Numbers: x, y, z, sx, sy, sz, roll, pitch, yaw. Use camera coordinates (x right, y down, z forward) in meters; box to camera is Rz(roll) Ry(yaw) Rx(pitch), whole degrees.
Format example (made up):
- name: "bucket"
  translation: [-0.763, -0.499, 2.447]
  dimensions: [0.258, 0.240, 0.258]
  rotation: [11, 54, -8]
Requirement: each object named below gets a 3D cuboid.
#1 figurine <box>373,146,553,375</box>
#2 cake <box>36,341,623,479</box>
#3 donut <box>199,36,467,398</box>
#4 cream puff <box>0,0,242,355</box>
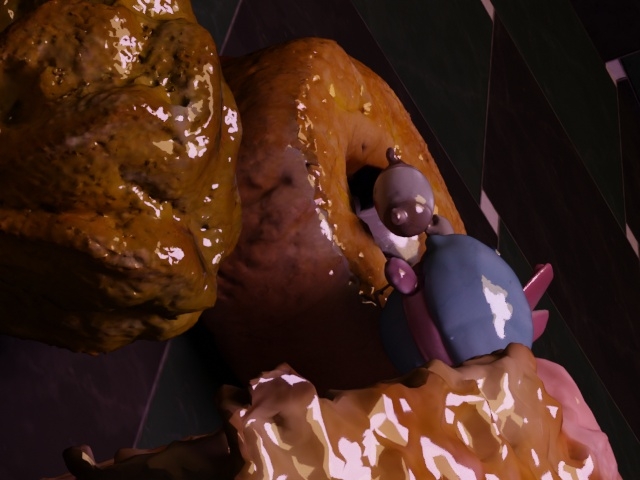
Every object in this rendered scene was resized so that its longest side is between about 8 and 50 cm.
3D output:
- name: "figurine"
  translation: [0.105, 0.024, 1.146]
  dimensions: [0.260, 0.103, 0.205]
  rotation: [-20, 94, -73]
- name: "cake"
  translation: [-0.008, 0.225, 0.726]
  dimensions: [0.293, 0.307, 0.314]
  rotation: [-6, 75, -49]
- name: "donut"
  translation: [0.000, 0.000, 1.240]
  dimensions: [0.317, 0.150, 0.299]
  rotation: [28, 50, -56]
- name: "cream puff"
  translation: [-0.136, -0.049, 0.894]
  dimensions: [0.244, 0.196, 0.244]
  rotation: [2, 90, -87]
